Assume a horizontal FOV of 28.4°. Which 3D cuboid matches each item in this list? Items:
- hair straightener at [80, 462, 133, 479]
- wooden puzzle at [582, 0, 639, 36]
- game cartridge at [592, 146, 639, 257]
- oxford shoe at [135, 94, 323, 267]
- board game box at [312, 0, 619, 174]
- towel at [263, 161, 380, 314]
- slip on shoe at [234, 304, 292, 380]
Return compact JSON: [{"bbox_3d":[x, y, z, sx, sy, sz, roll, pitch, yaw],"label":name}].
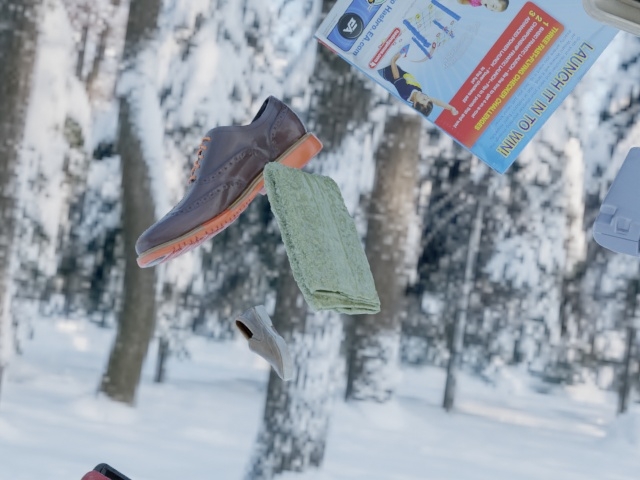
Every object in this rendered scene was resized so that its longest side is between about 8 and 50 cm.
[{"bbox_3d":[-0.152,0.306,1.383,0.230,0.047,0.089,24,5,2],"label":"hair straightener"},{"bbox_3d":[0.341,-0.300,1.227,0.221,0.238,0.044,10,-14,-36],"label":"wooden puzzle"},{"bbox_3d":[0.491,-0.030,1.496,0.294,0.060,0.196,15,44,22],"label":"game cartridge"},{"bbox_3d":[-0.121,-0.067,1.438,0.271,0.098,0.097,-41,6,-33],"label":"oxford shoe"},{"bbox_3d":[0.203,-0.295,1.582,0.302,0.308,0.086,36,23,-3],"label":"board game box"},{"bbox_3d":[0.000,0.000,1.147,0.027,0.148,0.110,-31,-24,28],"label":"towel"},{"bbox_3d":[-0.072,0.134,1.625,0.041,0.051,0.135,-14,42,-16],"label":"slip on shoe"}]
